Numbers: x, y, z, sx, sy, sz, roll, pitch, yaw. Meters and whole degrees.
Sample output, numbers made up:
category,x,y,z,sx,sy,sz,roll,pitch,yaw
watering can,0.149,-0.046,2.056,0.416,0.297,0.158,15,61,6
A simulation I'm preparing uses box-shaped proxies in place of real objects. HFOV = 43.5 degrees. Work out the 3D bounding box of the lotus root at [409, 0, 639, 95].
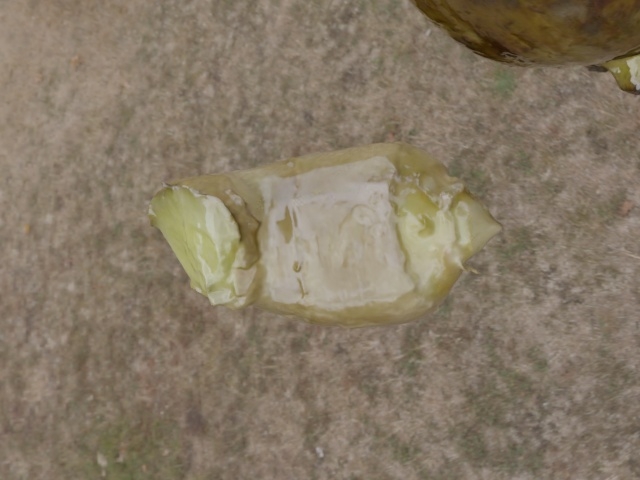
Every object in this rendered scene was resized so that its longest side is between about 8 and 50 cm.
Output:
category,x,y,z,sx,sy,sz,roll,pitch,yaw
lotus root,0.088,-0.149,0.335,0.128,0.260,0.145,-54,31,-3

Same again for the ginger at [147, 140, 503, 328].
category,x,y,z,sx,sy,sz,roll,pitch,yaw
ginger,0.000,0.000,0.609,0.267,0.152,0.138,-4,93,8
